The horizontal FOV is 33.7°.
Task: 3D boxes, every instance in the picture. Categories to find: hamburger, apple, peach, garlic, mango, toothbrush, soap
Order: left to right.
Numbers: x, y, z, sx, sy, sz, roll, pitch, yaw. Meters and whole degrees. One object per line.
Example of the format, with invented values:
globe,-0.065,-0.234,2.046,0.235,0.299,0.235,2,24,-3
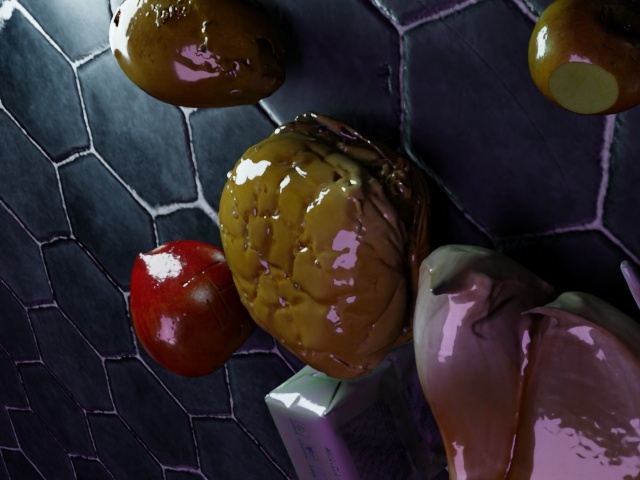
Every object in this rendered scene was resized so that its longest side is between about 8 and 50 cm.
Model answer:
peach,-0.188,0.088,1.517,0.197,0.197,0.197,29,137,31
mango,-0.146,-0.228,1.261,0.248,0.151,0.156,18,163,31
hamburger,0.000,0.000,1.236,0.318,0.158,0.319,27,126,44
soap,0.056,0.240,1.356,0.138,0.182,0.199,9,126,48
garlic,0.216,0.154,1.092,0.286,0.249,0.313,24,121,59
apple,0.236,-0.160,0.906,0.114,0.099,0.102,25,148,-3
toothbrush,0.356,0.136,1.011,0.029,0.025,0.307,-29,113,18

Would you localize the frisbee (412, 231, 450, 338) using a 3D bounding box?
frisbee,0.086,0.046,1.316,0.211,0.012,0.187,19,133,38
